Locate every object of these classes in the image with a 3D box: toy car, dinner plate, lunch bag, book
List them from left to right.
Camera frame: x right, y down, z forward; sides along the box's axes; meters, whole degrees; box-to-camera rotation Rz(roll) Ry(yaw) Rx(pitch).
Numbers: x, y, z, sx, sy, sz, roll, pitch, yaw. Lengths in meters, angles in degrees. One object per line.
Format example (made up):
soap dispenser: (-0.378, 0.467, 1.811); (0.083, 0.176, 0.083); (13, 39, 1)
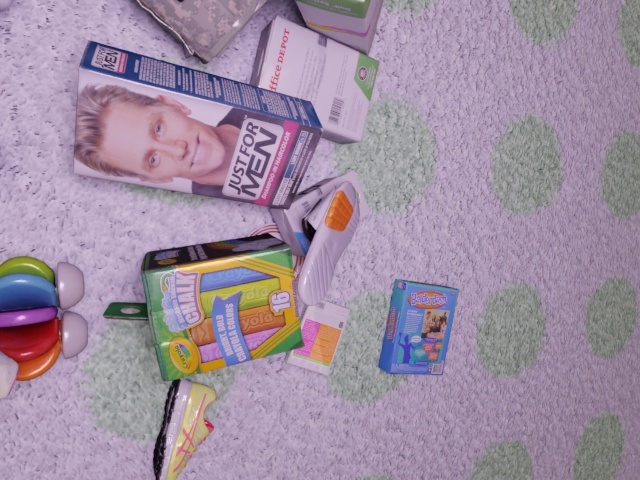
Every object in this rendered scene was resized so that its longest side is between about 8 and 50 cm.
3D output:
toy car: (-0.436, 0.116, 0.657); (0.159, 0.136, 0.182); (-3, 97, -25)
lunch bag: (-0.183, -0.456, 0.689); (0.235, 0.169, 0.287); (40, 78, -31)
dinner plate: (-0.094, 0.035, 0.879); (0.141, 0.017, 0.141); (-3, 98, -25)
book: (-0.006, 0.196, 0.933); (0.096, 0.035, 0.144); (23, 85, -23)

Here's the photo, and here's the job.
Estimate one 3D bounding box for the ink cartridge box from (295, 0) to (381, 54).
ink cartridge box: (0.051, -0.451, 0.747); (0.119, 0.353, 0.207); (17, 99, 4)

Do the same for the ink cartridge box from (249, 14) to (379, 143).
ink cartridge box: (-0.017, -0.289, 0.835); (0.219, 0.092, 0.160); (13, 91, -26)

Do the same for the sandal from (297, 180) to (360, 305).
sandal: (-0.004, -0.007, 0.782); (0.265, 0.076, 0.102); (-63, 143, -37)

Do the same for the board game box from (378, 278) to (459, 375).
board game box: (0.230, 0.203, 1.037); (0.160, 0.047, 0.210); (11, 92, -26)

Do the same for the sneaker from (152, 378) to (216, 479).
sneaker: (-0.242, 0.359, 0.810); (0.094, 0.081, 0.208); (15, 89, -29)

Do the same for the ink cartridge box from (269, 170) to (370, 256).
ink cartridge box: (0.003, -0.056, 0.883); (0.180, 0.060, 0.104); (-32, 108, -28)

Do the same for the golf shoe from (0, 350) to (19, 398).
golf shoe: (-0.523, 0.171, 0.569); (0.140, 0.306, 0.115); (49, 43, -49)

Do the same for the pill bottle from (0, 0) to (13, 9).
pill bottle: (-0.470, -0.385, 0.599); (0.108, 0.108, 0.193); (11, 91, -26)

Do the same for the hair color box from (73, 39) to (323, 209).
hair color box: (-0.190, -0.167, 0.711); (0.347, 0.105, 0.174); (8, 130, -24)

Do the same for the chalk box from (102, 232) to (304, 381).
chalk box: (-0.196, 0.104, 0.742); (0.289, 0.180, 0.179); (-10, 101, -17)
